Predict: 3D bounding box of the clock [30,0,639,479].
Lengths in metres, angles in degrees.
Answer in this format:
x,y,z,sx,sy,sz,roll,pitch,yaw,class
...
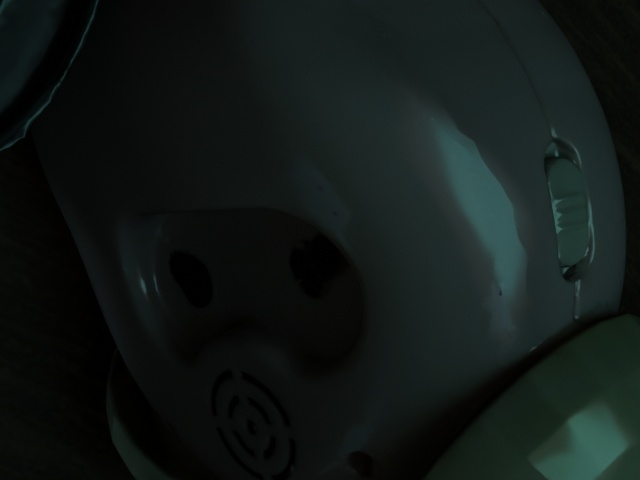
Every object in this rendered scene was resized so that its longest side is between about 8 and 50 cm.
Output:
x,y,z,sx,sy,sz,roll,pitch,yaw,class
0.000,0.000,0.613,0.184,0.342,0.325,-24,105,-34,clock

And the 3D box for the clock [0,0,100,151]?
x,y,z,sx,sy,sz,roll,pitch,yaw,class
-0.221,-0.136,0.485,0.281,0.055,0.280,0,91,-20,clock
